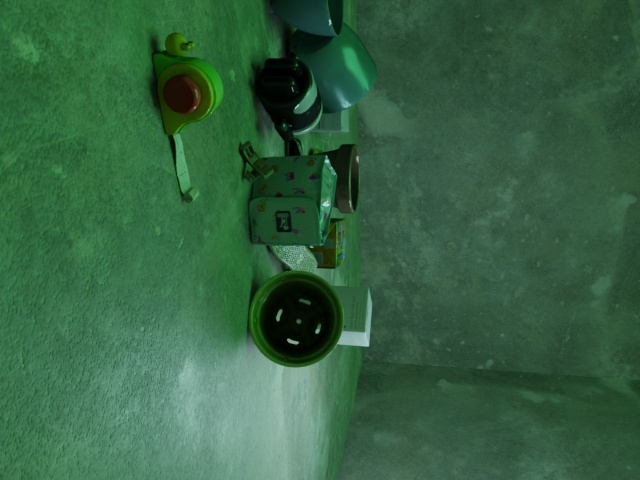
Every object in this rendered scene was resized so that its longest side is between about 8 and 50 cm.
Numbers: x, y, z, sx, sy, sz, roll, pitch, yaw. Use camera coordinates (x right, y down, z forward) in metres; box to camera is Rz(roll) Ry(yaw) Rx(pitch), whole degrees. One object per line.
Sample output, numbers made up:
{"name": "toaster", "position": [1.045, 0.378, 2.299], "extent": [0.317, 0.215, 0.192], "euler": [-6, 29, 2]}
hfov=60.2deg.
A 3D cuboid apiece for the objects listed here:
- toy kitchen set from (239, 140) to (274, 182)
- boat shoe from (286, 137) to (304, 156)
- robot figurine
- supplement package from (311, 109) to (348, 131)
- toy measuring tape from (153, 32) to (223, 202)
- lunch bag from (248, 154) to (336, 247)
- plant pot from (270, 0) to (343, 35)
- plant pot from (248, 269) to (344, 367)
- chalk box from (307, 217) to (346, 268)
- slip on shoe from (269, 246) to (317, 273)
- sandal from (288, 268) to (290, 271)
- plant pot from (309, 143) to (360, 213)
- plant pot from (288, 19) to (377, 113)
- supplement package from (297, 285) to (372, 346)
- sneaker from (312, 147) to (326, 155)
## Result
{"name": "toy kitchen set", "position": [-0.183, -0.204, 1.480], "extent": [0.068, 0.083, 0.075], "euler": [-42, 155, -10]}
{"name": "boat shoe", "position": [-0.087, -0.251, 1.943], "extent": [0.070, 0.077, 0.220], "euler": [-39, 122, -76]}
{"name": "robot figurine", "position": [-0.092, -0.428, 1.644], "extent": [0.209, 0.173, 0.278], "euler": [-44, 161, -3]}
{"name": "supplement package", "position": [0.038, -0.588, 2.331], "extent": [0.204, 0.145, 0.262], "euler": [-38, 130, -75]}
{"name": "toy measuring tape", "position": [-0.238, -0.228, 1.068], "extent": [0.121, 0.121, 0.330], "euler": [-69, 157, -60]}
{"name": "lunch bag", "position": [-0.082, -0.105, 1.594], "extent": [0.160, 0.223, 0.262], "euler": [56, 39, -62]}
{"name": "plant pot", "position": [-0.049, -0.780, 1.715], "extent": [0.290, 0.195, 0.290], "euler": [0, 90, -76]}
{"name": "plant pot", "position": [-0.072, 0.244, 1.698], "extent": [0.254, 0.276, 0.276], "euler": [96, -3, -80]}
{"name": "chalk box", "position": [0.000, 0.000, 2.141], "extent": [0.289, 0.180, 0.179], "euler": [-30, 121, -78]}
{"name": "slip on shoe", "position": [-0.108, 0.009, 1.824], "extent": [0.101, 0.123, 0.331], "euler": [46, -7, 35]}
{"name": "sandal", "position": [-0.103, 0.130, 2.016], "extent": [0.179, 0.040, 0.067], "euler": [145, -48, -86]}
{"name": "plant pot", "position": [0.021, -0.231, 2.075], "extent": [0.263, 0.229, 0.263], "euler": [1, 90, -79]}
{"name": "plant pot", "position": [0.022, -0.634, 1.940], "extent": [0.235, 0.292, 0.293], "euler": [49, 42, -52]}
{"name": "supplement package", "position": [0.036, 0.278, 2.057], "extent": [0.175, 0.292, 0.178], "euler": [71, 23, -62]}
{"name": "sneaker", "position": [0.033, -0.340, 2.393], "extent": [0.295, 0.123, 0.110], "euler": [-26, 117, -77]}
